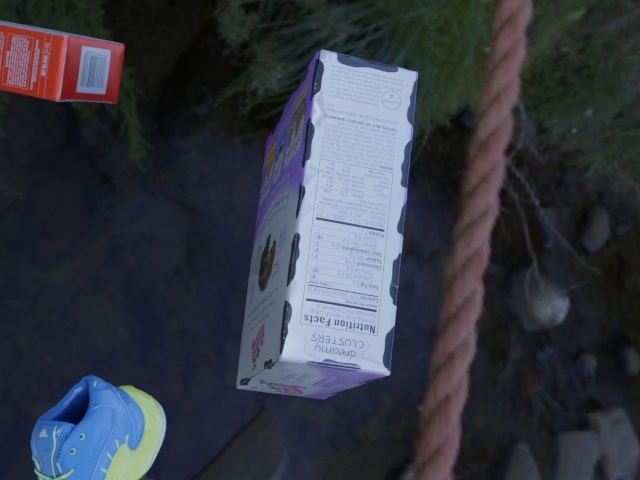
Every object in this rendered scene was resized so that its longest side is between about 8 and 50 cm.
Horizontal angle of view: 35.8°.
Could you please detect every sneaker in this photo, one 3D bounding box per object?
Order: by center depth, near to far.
[{"bbox_3d":[-0.240,0.234,0.924,0.126,0.091,0.240,47,52,-39],"label":"sneaker"}]

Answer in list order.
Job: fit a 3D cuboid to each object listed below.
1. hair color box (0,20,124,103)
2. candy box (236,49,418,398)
[{"bbox_3d":[-0.208,-0.121,0.645,0.072,0.141,0.043,-17,119,-70],"label":"hair color box"},{"bbox_3d":[0.000,0.000,0.665,0.070,0.165,0.196,10,74,-12],"label":"candy box"}]
